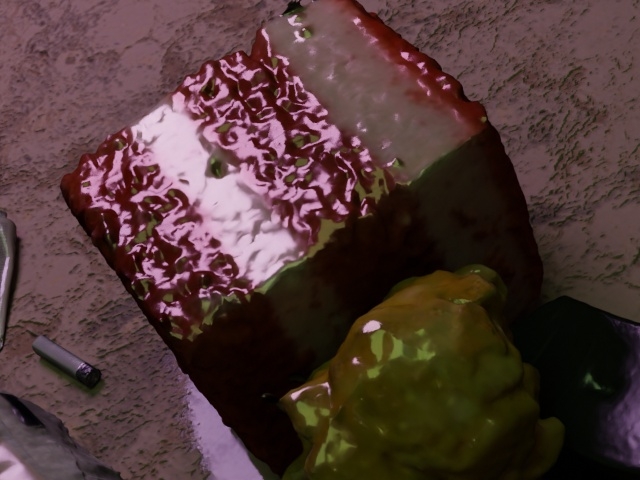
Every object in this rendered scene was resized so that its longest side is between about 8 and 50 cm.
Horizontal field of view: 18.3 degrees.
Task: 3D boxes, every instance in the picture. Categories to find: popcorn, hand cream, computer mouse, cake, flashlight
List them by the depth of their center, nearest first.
[{"bbox_3d":[0.073,0.146,1.531,0.253,0.190,0.191,-40,85,1],"label":"popcorn"},{"bbox_3d":[0.249,0.136,1.574,0.270,0.086,0.137,18,68,48],"label":"computer mouse"},{"bbox_3d":[0.000,0.000,1.684,0.319,0.270,0.269,-37,47,-5],"label":"cake"},{"bbox_3d":[-0.240,0.114,1.882,0.083,0.018,0.018,26,66,39],"label":"flashlight"},{"bbox_3d":[-0.331,0.042,1.987,0.057,0.037,0.165,-8,57,20],"label":"hand cream"}]

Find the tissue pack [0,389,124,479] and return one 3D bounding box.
[{"bbox_3d":[-0.259,0.345,1.585,0.390,0.195,0.375,33,92,39],"label":"tissue pack"}]
